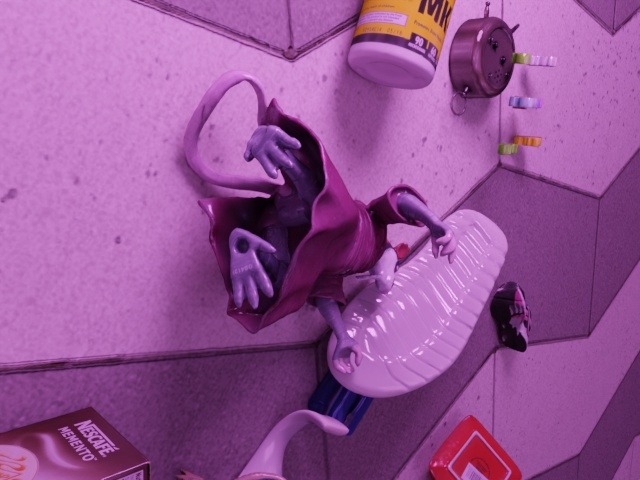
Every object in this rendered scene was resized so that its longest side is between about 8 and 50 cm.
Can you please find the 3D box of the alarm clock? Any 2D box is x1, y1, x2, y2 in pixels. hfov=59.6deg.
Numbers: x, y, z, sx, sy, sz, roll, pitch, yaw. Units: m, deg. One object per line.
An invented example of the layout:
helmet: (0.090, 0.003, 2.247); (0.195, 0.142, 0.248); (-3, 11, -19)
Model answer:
alarm clock: (0.266, -0.287, 0.930); (0.129, 0.064, 0.192); (41, 75, -41)

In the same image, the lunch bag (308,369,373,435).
lunch bag: (0.039, 0.236, 0.838); (0.098, 0.065, 0.067); (-55, 131, -18)

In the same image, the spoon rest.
spoon rest: (-0.072, 0.347, 0.767); (0.137, 0.084, 0.276); (35, 89, -41)

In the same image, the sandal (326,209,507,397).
sandal: (0.171, 0.107, 0.901); (0.416, 0.169, 0.102); (-38, 164, -31)

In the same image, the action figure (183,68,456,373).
action figure: (0.000, 0.000, 0.706); (0.248, 0.276, 0.370); (-49, 156, 15)

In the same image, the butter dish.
butter dish: (0.282, 0.457, 1.097); (0.160, 0.118, 0.160); (-36, 81, -34)

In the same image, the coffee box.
coffee box: (-0.290, 0.244, 0.477); (0.246, 0.141, 0.098); (-7, 105, -43)

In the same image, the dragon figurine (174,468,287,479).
dragon figurine: (-0.172, 0.362, 0.654); (0.289, 0.085, 0.144); (-6, 106, -40)

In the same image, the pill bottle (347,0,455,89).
pill bottle: (0.118, -0.319, 0.739); (0.119, 0.119, 0.208); (17, 89, -44)

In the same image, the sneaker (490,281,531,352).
sneaker: (0.407, 0.148, 1.176); (0.077, 0.072, 0.178); (-52, 139, -37)

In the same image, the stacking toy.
stacking toy: (0.369, -0.243, 0.993); (0.221, 0.052, 0.167); (-25, 123, -58)
